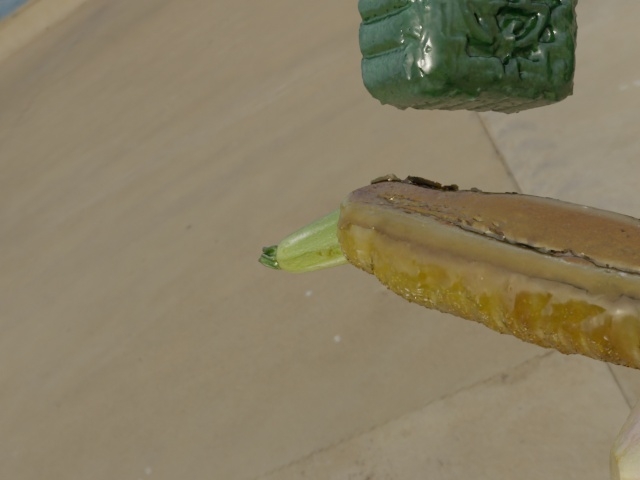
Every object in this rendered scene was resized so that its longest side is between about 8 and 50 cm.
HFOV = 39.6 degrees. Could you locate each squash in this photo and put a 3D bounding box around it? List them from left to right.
[{"bbox_3d":[0.000,0.000,1.334,0.224,0.094,0.094,-20,28,23],"label":"squash"}]

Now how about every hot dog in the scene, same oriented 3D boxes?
[{"bbox_3d":[0.136,0.026,0.451,0.289,0.068,0.083,20,40,32],"label":"hot dog"}]

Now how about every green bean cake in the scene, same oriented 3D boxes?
[{"bbox_3d":[0.216,-0.340,1.274,0.308,0.300,0.169,-3,1,-26],"label":"green bean cake"}]

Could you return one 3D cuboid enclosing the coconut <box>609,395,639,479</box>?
[{"bbox_3d":[0.470,0.268,1.069,0.259,0.259,0.259,-27,26,14],"label":"coconut"}]
